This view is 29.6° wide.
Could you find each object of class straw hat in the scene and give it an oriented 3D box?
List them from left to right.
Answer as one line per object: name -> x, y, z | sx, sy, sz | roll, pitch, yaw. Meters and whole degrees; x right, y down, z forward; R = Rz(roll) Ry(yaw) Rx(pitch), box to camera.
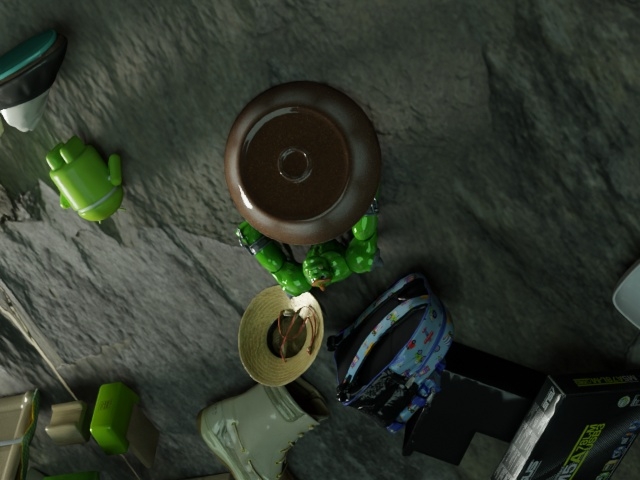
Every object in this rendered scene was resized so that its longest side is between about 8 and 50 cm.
straw hat -> -0.035, 0.128, 1.604 | 0.144, 0.144, 0.061 | -38, 149, 26

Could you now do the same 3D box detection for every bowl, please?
bowl -> 0.445, 0.056, 1.489 | 0.142, 0.053, 0.142 | 36, 119, -12

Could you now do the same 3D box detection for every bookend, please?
bookend -> 0.210, 0.234, 1.618 | 0.157, 0.072, 0.156 | 19, 120, -1

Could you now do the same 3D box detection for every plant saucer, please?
plant saucer -> -0.027, -0.092, 1.449 | 0.199, 0.036, 0.198 | 1, 94, 15

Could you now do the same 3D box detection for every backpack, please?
backpack -> 0.103, 0.134, 1.541 | 0.117, 0.158, 0.173 | 34, 108, -20

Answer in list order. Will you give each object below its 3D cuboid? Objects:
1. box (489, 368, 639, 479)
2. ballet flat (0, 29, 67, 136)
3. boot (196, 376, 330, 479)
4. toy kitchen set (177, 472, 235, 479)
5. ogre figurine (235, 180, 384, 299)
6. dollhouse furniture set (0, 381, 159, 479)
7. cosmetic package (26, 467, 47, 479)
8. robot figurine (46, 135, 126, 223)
box -> 0.334, 0.250, 1.571 | 0.184, 0.045, 0.190 | 0, 128, -34
ballet flat -> -0.400, -0.176, 1.487 | 0.280, 0.095, 0.096 | -15, 126, 28
boot -> -0.048, 0.285, 1.691 | 0.165, 0.077, 0.213 | -33, 107, 22
toy kitchen set -> -0.167, 0.477, 1.766 | 0.122, 0.166, 0.207 | -12, 117, 16
ogre figurine -> 0.000, 0.000, 1.515 | 0.197, 0.097, 0.118 | -22, 96, 4
dollhouse furniture set -> -0.393, 0.333, 1.726 | 0.302, 0.197, 0.151 | -11, 137, 20
cosmetic package -> -0.453, 0.553, 1.854 | 0.197, 0.155, 0.365 | 29, 119, 4
robot figurine -> -0.296, -0.074, 1.533 | 0.101, 0.067, 0.115 | -23, 113, 27
